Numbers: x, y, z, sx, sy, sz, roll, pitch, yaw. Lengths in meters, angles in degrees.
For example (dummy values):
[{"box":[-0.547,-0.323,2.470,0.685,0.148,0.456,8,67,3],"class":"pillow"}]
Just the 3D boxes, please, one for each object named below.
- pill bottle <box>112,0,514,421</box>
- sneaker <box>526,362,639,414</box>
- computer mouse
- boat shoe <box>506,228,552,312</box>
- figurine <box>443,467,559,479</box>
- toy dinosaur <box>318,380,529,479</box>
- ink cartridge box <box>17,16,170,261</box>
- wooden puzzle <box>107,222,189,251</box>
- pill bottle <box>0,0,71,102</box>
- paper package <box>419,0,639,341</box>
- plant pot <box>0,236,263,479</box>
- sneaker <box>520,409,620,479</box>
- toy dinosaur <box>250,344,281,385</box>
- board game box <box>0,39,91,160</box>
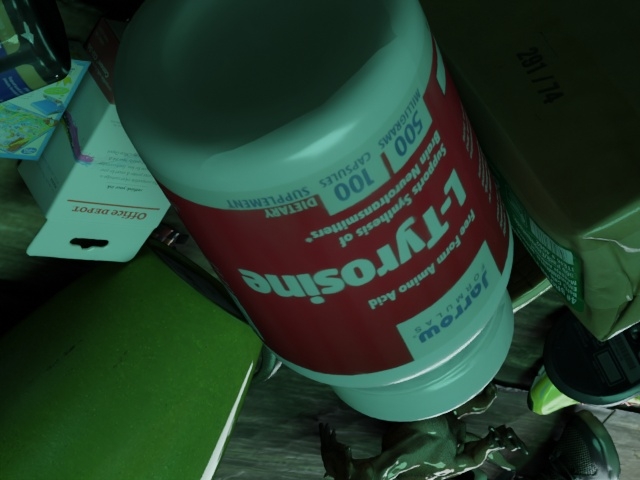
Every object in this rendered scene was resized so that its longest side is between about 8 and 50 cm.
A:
[{"box":[0.018,-0.031,1.495,0.229,0.229,0.408,-32,140,-2],"class":"pill bottle"},{"box":[0.336,0.155,2.217,0.208,0.094,0.081,-24,146,-11],"class":"sneaker"},{"box":[0.375,0.112,2.161,0.272,0.188,0.072,-18,162,-7],"class":"computer mouse"},{"box":[0.245,-0.008,1.938,0.302,0.109,0.098,-42,144,3],"class":"boat shoe"},{"box":[0.195,0.361,2.312,0.215,0.092,0.209,14,139,-9],"class":"figurine"},{"box":[0.101,0.227,2.102,0.200,0.127,0.295,-36,159,16],"class":"toy dinosaur"},{"box":[-0.163,-0.076,1.556,0.115,0.067,0.198,6,128,-43],"class":"ink cartridge box"},{"box":[-0.156,0.002,1.710,0.049,0.006,0.083,-45,144,16],"class":"wooden puzzle"},{"box":[-0.292,-0.131,1.321,0.219,0.123,0.123,-20,145,3],"class":"pill bottle"},{"box":[0.264,-0.135,1.606,0.309,0.325,0.168,-30,145,-4],"class":"paper package"},{"box":[-0.187,0.152,1.675,0.293,0.275,0.275,-52,143,6],"class":"plant pot"},{"box":[0.289,0.300,2.362,0.130,0.087,0.227,-25,151,-23],"class":"sneaker"},{"box":[0.000,0.000,1.768,0.313,0.121,0.160,-40,133,18],"class":"toy dinosaur"},{"box":[-0.263,-0.112,1.467,0.154,0.026,0.103,4,131,-42],"class":"board game box"}]
